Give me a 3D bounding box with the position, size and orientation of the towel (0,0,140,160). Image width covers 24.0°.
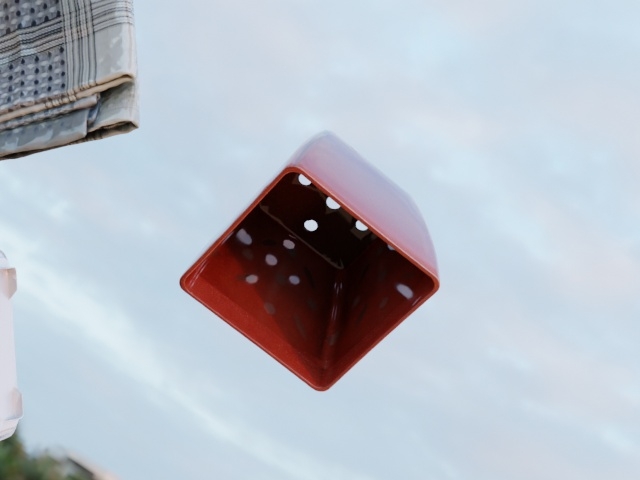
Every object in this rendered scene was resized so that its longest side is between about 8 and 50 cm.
[{"bbox_3d":[-0.360,-0.239,1.760,0.312,0.324,0.056,-12,-25,12],"label":"towel"}]

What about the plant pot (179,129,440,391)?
[{"bbox_3d":[0.000,0.000,2.139,0.267,0.236,0.267,38,-60,-13],"label":"plant pot"}]

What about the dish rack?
[{"bbox_3d":[-0.536,0.166,2.306,0.072,0.333,0.285,-2,2,15],"label":"dish rack"}]
